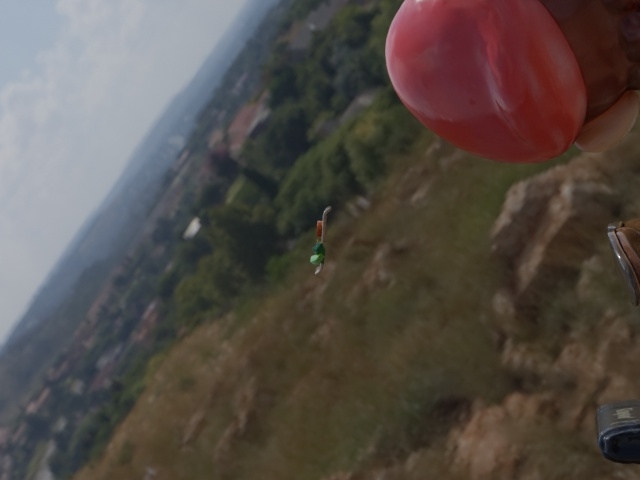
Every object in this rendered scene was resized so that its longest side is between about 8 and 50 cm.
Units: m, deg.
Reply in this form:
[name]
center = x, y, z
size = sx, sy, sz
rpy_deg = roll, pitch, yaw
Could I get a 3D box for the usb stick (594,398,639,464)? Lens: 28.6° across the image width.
[usb stick]
center = 0.357, 0.218, 1.449
size = 0.278, 0.077, 0.045
rpy_deg = 5, -97, -78

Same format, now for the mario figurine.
[mario figurine]
center = 0.183, -0.153, 0.665
size = 0.321, 0.198, 0.170
rpy_deg = -24, -23, 12

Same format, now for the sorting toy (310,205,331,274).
[sorting toy]
center = 0.000, 0.000, 1.147
size = 0.083, 0.012, 0.062
rpy_deg = -71, -12, -86

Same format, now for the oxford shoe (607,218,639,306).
[oxford shoe]
center = 0.359, 0.012, 1.379
size = 0.076, 0.076, 0.212
rpy_deg = -15, 13, 17
